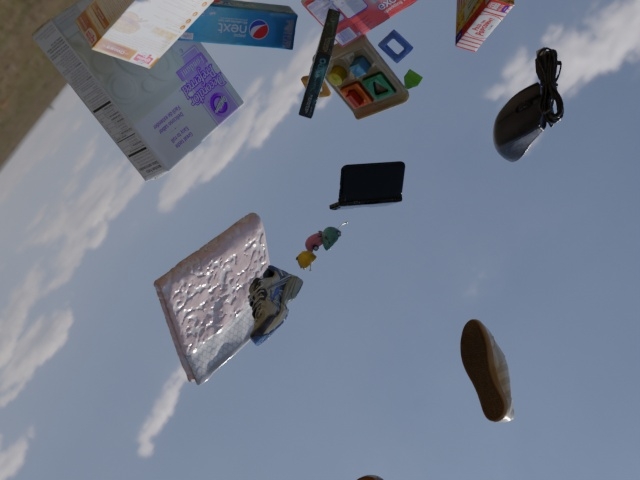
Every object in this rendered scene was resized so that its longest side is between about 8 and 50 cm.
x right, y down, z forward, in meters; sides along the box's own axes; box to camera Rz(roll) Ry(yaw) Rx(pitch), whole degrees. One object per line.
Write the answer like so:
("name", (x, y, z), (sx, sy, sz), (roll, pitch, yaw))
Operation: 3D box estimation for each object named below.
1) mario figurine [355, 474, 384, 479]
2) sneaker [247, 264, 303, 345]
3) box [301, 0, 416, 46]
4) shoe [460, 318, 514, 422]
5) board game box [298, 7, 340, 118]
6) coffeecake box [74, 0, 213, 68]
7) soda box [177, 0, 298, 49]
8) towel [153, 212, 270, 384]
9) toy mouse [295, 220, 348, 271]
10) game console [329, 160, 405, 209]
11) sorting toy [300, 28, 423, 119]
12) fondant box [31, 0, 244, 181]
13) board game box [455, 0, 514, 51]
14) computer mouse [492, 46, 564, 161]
("mario figurine", (0.160, 0.385, 1.189), (0.170, 0.320, 0.198), (-37, -134, 2))
("sneaker", (-0.071, 0.080, 1.130), (0.052, 0.058, 0.135), (-47, -170, 33))
("box", (0.118, -0.579, 1.934), (0.300, 0.154, 0.142), (-28, -138, 28))
("shoe", (0.336, 0.261, 1.785), (0.076, 0.058, 0.219), (-37, -127, 39))
("board game box", (0.000, -0.312, 1.566), (0.186, 0.026, 0.126), (-80, -173, -53))
("coffeecake box", (-0.278, -0.377, 1.443), (0.185, 0.068, 0.142), (-41, 159, 21))
("soda box", (-0.152, -0.390, 1.599), (0.071, 0.210, 0.067), (-117, -147, -59))
("towel", (-0.235, 0.141, 2.176), (0.053, 0.317, 0.332), (15, -140, 37))
("toy mouse", (0.000, 0.000, 1.874), (0.143, 0.031, 0.161), (-45, -168, -8))
("game console", (0.083, -0.098, 1.625), (0.107, 0.122, 0.071), (164, -80, -73))
("sorting toy", (0.087, -0.375, 2.100), (0.348, 0.196, 0.047), (-14, -147, 46))
("fondant box", (-0.327, -0.312, 1.649), (0.096, 0.330, 0.238), (-14, -152, 49))
("board game box", (0.294, -0.460, 1.601), (0.147, 0.045, 0.193), (130, -30, -61))
("computer mouse", (0.434, -0.274, 1.937), (0.272, 0.072, 0.188), (116, -21, -58))
